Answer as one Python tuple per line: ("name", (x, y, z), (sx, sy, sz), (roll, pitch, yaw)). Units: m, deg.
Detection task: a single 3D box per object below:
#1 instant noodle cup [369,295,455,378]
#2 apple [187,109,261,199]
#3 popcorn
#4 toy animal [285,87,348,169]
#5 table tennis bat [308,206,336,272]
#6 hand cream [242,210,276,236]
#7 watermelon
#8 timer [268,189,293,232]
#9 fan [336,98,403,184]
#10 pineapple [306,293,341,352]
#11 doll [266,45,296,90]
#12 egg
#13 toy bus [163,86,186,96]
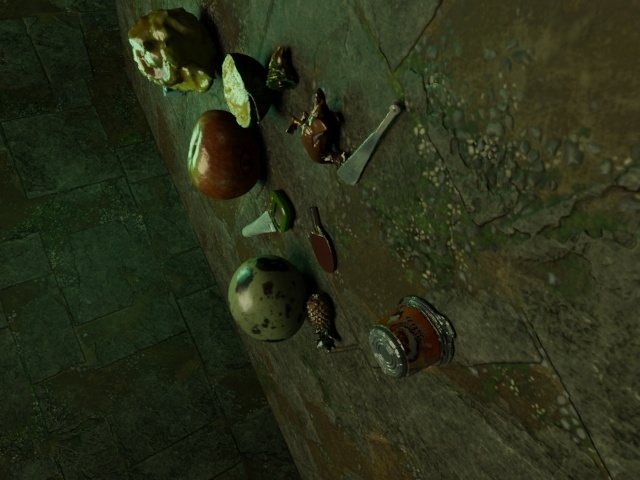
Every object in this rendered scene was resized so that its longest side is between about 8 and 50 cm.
("instant noodle cup", (0.192, 0.232, 0.921), (0.177, 0.126, 0.208), (57, 153, 23))
("apple", (-0.337, -0.303, 1.447), (0.309, 0.250, 0.277), (-65, 32, 31))
("popcorn", (-0.518, -0.686, 1.458), (0.336, 0.274, 0.278), (3, 80, 24))
("toy animal", (0.010, -0.258, 0.959), (0.179, 0.089, 0.188), (39, 145, 18))
("table tennis bat", (0.000, 0.000, 1.248), (0.130, 0.019, 0.220), (19, 128, 59))
("hand cream", (-0.264, -0.055, 1.685), (0.331, 0.058, 0.085), (-14, 95, 65))
("watermelon", (-0.204, -0.441, 1.173), (0.232, 0.127, 0.204), (21, 128, 60))
("timer", (-0.141, -0.103, 1.416), (0.128, 0.047, 0.140), (58, 153, 24))
("fan", (0.106, -0.200, 0.866), (0.057, 0.023, 0.282), (38, 151, -3))
("pineapple", (0.006, 0.276, 1.380), (0.103, 0.083, 0.221), (25, 134, 57))
("doll", (-0.117, -0.450, 1.054), (0.078, 0.077, 0.113), (172, 79, -73))
("egg", (-0.184, 0.221, 1.474), (0.288, 0.288, 0.379), (39, 150, 46))
("toy bus", (-0.687, -0.795, 1.892), (0.330, 0.109, 0.135), (-15, 87, 65))
